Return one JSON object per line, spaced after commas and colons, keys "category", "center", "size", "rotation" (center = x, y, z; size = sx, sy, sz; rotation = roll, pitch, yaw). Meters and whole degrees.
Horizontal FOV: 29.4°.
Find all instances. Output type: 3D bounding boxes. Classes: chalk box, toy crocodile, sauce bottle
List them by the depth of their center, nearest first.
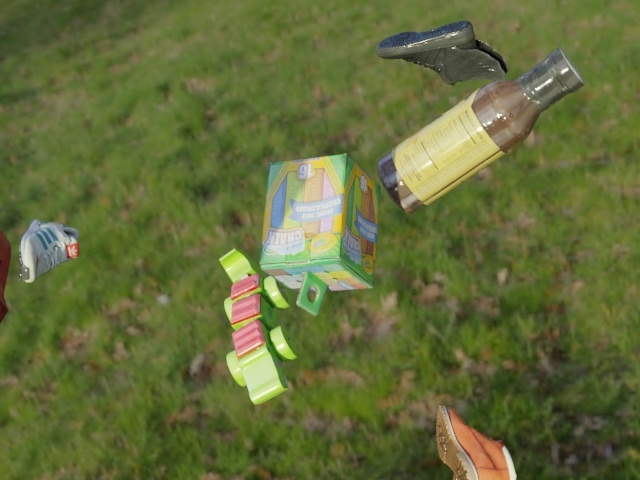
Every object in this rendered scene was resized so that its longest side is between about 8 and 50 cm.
{"category": "chalk box", "center": [0.000, 0.000, 1.777], "size": [0.132, 0.132, 0.213], "rotation": [-6, 69, 24]}
{"category": "sauce bottle", "center": [0.251, -0.174, 1.908], "size": [0.344, 0.111, 0.111], "rotation": [-33, 28, 18]}
{"category": "toy crocodile", "center": [-0.116, 0.146, 2.150], "size": [0.115, 0.105, 0.341], "rotation": [-26, 41, 14]}

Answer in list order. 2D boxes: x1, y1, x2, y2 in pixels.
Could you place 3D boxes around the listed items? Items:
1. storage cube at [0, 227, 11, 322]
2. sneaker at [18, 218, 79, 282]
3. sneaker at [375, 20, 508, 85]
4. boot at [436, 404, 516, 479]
{"category": "storage cube", "center": [-0.408, 0.038, 1.112], "size": [0.214, 0.193, 0.184], "rotation": [2, 65, 3]}
{"category": "sneaker", "center": [-0.388, 0.013, 1.756], "size": [0.075, 0.057, 0.161], "rotation": [3, 21, -4]}
{"category": "sneaker", "center": [0.166, -0.248, 1.680], "size": [0.170, 0.089, 0.051], "rotation": [-9, 31, 23]}
{"category": "boot", "center": [0.211, 0.285, 1.682], "size": [0.084, 0.059, 0.158], "rotation": [-6, 37, -15]}
